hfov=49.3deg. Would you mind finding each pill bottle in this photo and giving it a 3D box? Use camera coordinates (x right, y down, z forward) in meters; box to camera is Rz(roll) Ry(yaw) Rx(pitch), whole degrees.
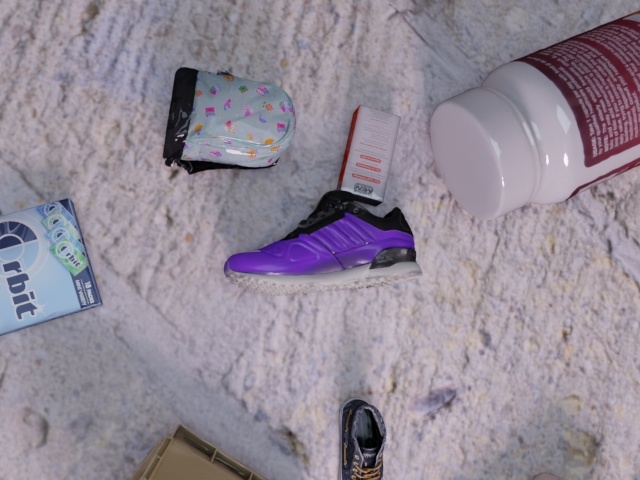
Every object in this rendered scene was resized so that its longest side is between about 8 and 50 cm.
[{"bbox_3d":[0.381,-0.189,1.058,0.392,0.224,0.224,-23,88,-14],"label":"pill bottle"}]

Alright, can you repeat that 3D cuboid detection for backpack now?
[{"bbox_3d":[-0.128,-0.169,1.010,0.182,0.115,0.151,9,79,-13],"label":"backpack"}]

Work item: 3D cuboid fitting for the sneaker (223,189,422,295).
[{"bbox_3d":[0.000,0.000,1.028,0.293,0.102,0.146,-3,79,-16],"label":"sneaker"}]

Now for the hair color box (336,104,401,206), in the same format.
[{"bbox_3d":[0.074,-0.131,1.081,0.072,0.043,0.141,15,79,-9],"label":"hair color box"}]

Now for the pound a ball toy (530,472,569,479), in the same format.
[{"bbox_3d":[0.247,0.460,0.995,0.319,0.136,0.208,-36,91,-14],"label":"pound a ball toy"}]

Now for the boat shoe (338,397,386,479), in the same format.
[{"bbox_3d":[0.062,0.322,1.001,0.065,0.083,0.183,-6,84,-12],"label":"boat shoe"}]

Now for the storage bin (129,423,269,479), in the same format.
[{"bbox_3d":[-0.149,0.409,0.870,0.262,0.123,0.260,34,33,-5],"label":"storage bin"}]

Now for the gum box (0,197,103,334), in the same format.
[{"bbox_3d":[-0.415,0.042,0.962,0.184,0.041,0.157,-16,86,-14],"label":"gum box"}]
